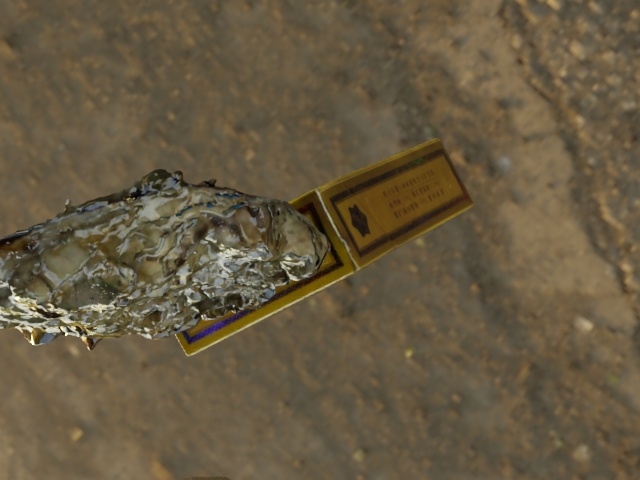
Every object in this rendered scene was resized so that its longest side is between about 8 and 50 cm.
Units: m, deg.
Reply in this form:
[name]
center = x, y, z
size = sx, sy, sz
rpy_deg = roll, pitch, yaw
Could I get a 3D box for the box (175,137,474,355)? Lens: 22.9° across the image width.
[box]
center = 0.000, 0.000, 1.469
size = 0.193, 0.301, 0.084
rpy_deg = -29, 89, 27

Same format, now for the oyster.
[oyster]
center = -0.123, 0.022, 1.059
size = 0.198, 0.260, 0.092
rpy_deg = 53, -163, -74

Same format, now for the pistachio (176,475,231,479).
[pistachio]
center = -0.161, 0.359, 1.782
size = 0.163, 0.213, 0.260
rpy_deg = 52, 176, -4
